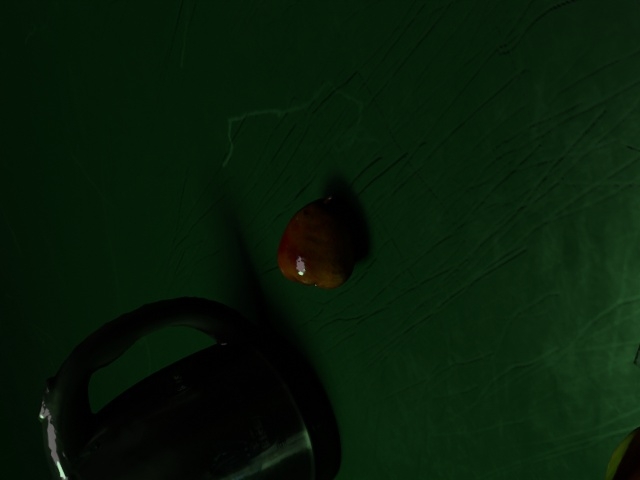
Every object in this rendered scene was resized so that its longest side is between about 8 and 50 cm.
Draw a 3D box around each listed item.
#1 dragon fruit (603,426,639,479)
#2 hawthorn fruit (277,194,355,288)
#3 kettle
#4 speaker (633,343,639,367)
[{"bbox_3d":[0.257,0.269,0.560,0.290,0.189,0.291,42,155,25],"label":"dragon fruit"},{"bbox_3d":[0.000,0.000,0.951,0.081,0.081,0.093,15,93,53],"label":"hawthorn fruit"},{"bbox_3d":[-0.180,0.231,1.133,0.228,0.324,0.321,12,120,55],"label":"kettle"},{"bbox_3d":[0.299,0.100,0.568,0.218,0.044,0.082,39,139,38],"label":"speaker"}]
